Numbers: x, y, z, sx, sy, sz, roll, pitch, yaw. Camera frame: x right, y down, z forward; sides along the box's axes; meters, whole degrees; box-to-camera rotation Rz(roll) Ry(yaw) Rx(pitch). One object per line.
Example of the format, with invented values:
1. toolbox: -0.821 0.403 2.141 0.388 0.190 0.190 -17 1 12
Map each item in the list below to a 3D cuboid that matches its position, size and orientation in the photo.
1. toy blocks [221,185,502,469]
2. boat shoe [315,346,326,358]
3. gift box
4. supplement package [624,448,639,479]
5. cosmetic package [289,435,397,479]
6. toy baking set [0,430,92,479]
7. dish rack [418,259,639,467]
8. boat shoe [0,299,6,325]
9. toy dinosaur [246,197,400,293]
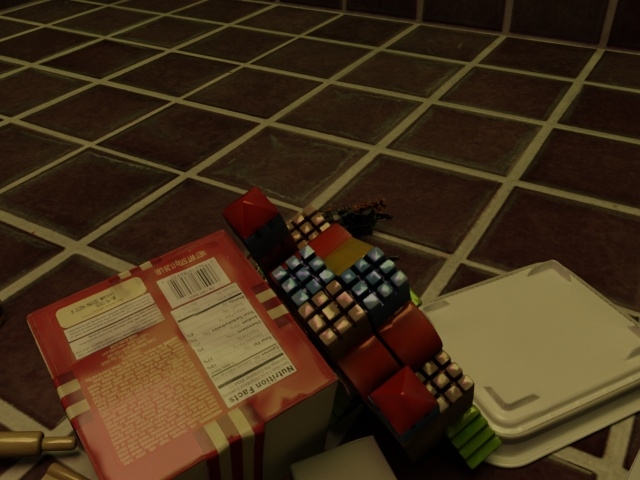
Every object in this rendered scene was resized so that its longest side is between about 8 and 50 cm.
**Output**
1. toy blocks: 0.036 0.084 0.686 0.190 0.261 0.381 -38 62 -8
2. boat shoe: -0.035 0.143 0.881 0.233 0.084 0.079 -17 -1 -9
3. gift box: -0.141 0.163 0.676 0.255 0.258 0.276 -21 53 -22
4. supplement package: 0.338 0.303 0.515 0.203 0.194 0.149 25 43 33
5. cosmetic package: 0.055 0.319 0.568 0.107 0.127 0.238 -13 39 -14
6. toy baking set: -0.389 0.293 0.675 0.256 0.030 0.197 5 37 -7
7. dish rack: 0.292 0.139 0.858 0.332 0.072 0.285 -17 39 -18
8. boat shoe: -0.586 0.126 0.916 0.207 0.073 0.073 -27 44 -29
9. toy dinosaur: 0.000 0.000 1.011 0.218 0.164 0.322 12 57 45
